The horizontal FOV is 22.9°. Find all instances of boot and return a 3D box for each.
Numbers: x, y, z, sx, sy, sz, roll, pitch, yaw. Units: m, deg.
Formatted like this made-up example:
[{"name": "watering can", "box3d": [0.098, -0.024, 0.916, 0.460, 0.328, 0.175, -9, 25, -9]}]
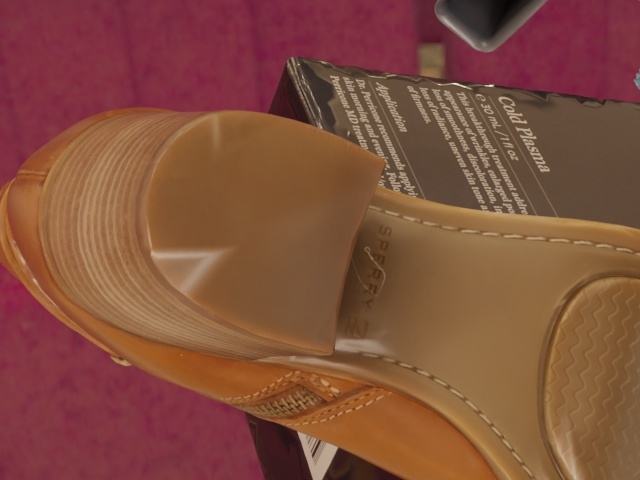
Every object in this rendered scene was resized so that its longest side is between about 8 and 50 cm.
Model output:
[{"name": "boot", "box3d": [0.019, 0.042, 0.553, 0.283, 0.220, 0.109, 22, 80, -22]}]

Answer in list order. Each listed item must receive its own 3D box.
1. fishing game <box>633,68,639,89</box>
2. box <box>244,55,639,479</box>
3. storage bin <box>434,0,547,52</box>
[{"name": "fishing game", "box3d": [0.368, -0.207, 1.480, 0.189, 0.041, 0.264, -29, 19, 37]}, {"name": "box", "box3d": [0.138, 0.085, 0.859, 0.313, 0.179, 0.343, 4, 42, -23]}, {"name": "storage bin", "box3d": [0.194, -0.288, 1.709, 0.098, 0.135, 0.091, 38, 47, -8]}]
